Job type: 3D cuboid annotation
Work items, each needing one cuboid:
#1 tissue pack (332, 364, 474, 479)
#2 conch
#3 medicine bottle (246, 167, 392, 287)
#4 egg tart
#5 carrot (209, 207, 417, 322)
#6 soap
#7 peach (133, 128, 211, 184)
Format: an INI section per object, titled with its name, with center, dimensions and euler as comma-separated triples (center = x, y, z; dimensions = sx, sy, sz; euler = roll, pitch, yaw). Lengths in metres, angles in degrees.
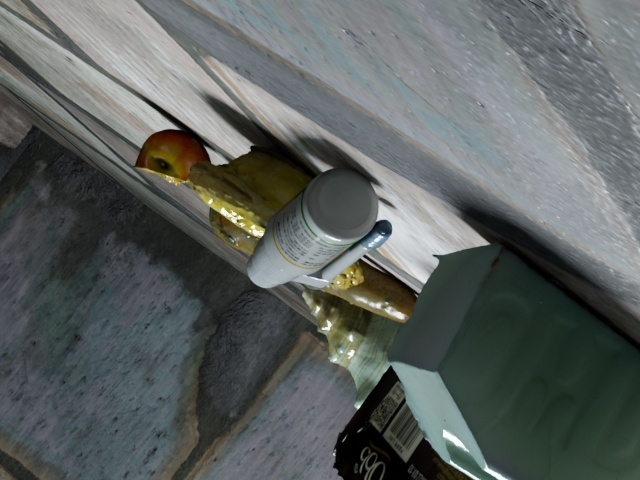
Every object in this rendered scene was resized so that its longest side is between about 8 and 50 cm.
[tissue pack]
center = 0.164, 0.230, 1.724
dimensions = 0.198, 0.210, 0.370
euler = 28, -171, -24
[conch]
center = 0.077, 0.127, 2.163
dimensions = 0.234, 0.137, 0.114
euler = 41, 139, 15
[medicine bottle]
center = 0.000, 0.000, 1.593
dimensions = 0.092, 0.061, 0.221
euler = 12, 162, -15
[egg tart]
center = -0.030, -0.026, 1.761
dimensions = 0.191, 0.074, 0.191
euler = 35, 174, 4
[carrot]
center = 0.009, 0.023, 2.095
dimensions = 0.298, 0.078, 0.078
euler = 29, 173, 18
[soap]
center = 0.161, 0.112, 1.354
dimensions = 0.230, 0.145, 0.091
euler = 33, 167, -12
[peach]
center = -0.157, -0.092, 2.143
dimensions = 0.098, 0.061, 0.098
euler = 16, -176, -1
